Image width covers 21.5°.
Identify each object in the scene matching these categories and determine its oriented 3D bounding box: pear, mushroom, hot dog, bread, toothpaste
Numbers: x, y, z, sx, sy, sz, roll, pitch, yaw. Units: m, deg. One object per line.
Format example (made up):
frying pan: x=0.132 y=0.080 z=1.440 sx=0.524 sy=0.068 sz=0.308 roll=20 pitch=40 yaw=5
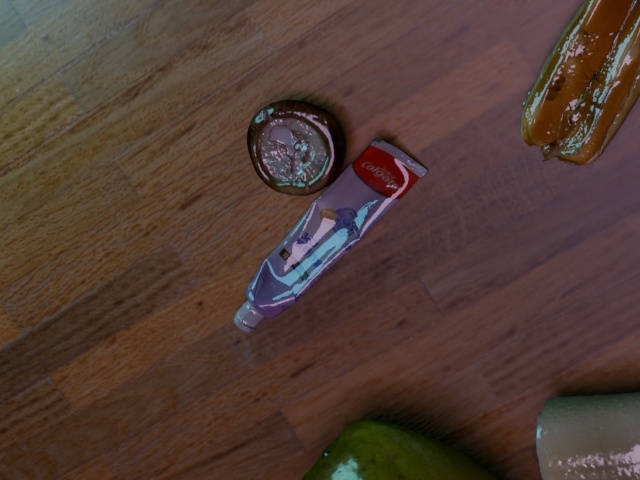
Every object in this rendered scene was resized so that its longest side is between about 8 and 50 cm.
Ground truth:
pear: x=0.107 y=0.356 z=1.981 sx=0.307 sy=0.253 sz=0.253 roll=46 pitch=113 yaw=9
mushroom: x=-0.028 y=-0.110 z=1.974 sx=0.123 sy=0.052 sz=0.123 roll=7 pitch=109 yaw=21
hot dog: x=0.308 y=-0.197 z=1.846 sx=0.109 sy=0.072 sz=0.269 roll=29 pitch=113 yaw=3
bread: x=0.334 y=0.251 z=1.942 sx=0.141 sy=0.134 sz=0.148 roll=-7 pitch=93 yaw=22
toothpaste: x=0.000 y=0.000 z=2.005 sx=0.075 sy=0.048 sz=0.301 roll=44 pitch=110 yaw=4
